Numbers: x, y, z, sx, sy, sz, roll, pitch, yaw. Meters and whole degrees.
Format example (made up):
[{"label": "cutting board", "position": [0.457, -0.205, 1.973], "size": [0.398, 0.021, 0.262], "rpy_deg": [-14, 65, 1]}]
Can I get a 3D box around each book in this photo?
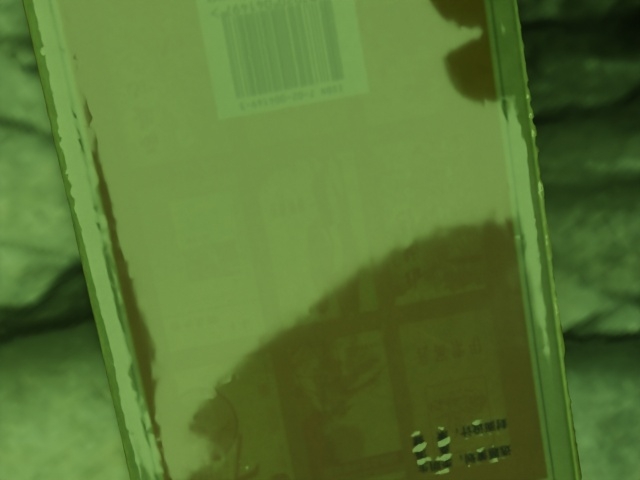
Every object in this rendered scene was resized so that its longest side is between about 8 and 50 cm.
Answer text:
[{"label": "book", "position": [0.000, 0.000, 0.363], "size": [0.170, 0.018, 0.241], "rpy_deg": [-11, 103, -5]}]
